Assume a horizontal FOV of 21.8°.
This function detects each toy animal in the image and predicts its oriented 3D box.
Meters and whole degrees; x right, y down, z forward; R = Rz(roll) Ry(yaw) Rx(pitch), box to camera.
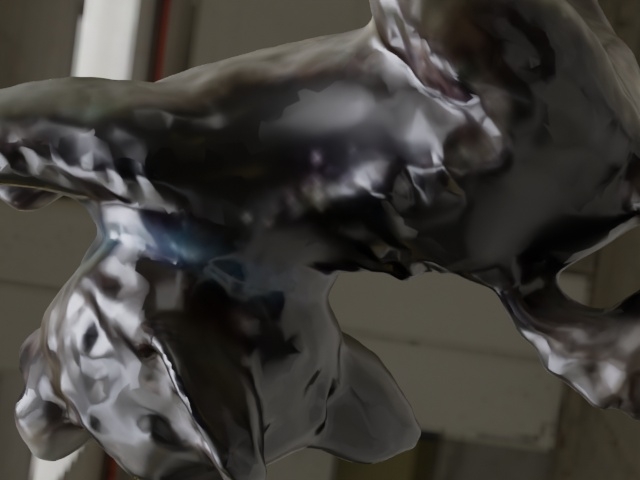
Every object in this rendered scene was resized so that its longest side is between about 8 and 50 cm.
[{"bbox_3d":[0.000,0.000,0.716,0.302,0.344,0.194,58,-163,20],"label":"toy animal"}]
